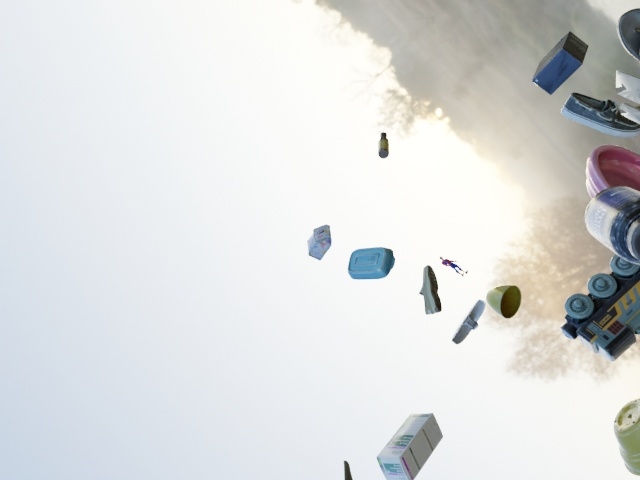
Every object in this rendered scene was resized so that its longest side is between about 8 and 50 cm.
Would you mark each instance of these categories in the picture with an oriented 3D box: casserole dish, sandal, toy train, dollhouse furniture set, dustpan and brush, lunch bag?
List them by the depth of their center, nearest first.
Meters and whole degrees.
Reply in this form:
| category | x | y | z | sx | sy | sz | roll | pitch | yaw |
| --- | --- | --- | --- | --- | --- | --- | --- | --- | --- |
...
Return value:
| category | x | y | z | sx | sy | sz | roll | pitch | yaw |
| --- | --- | --- | --- | --- | --- | --- | --- | --- | --- |
| sandal | 0.714 | -0.396 | 1.233 | 0.219 | 0.090 | 0.060 | 63 | -160 | -6 |
| dollhouse furniture set | 0.801 | -0.335 | 1.358 | 0.123 | 0.151 | 0.144 | -102 | -2 | -62 |
| lunch bag | 0.000 | 0.000 | 1.587 | 0.053 | 0.083 | 0.071 | 28 | -152 | -21 |
| toy train | 0.834 | 0.179 | 1.606 | 0.190 | 0.334 | 0.142 | 48 | -179 | 42 |
| dustpan and brush | 0.447 | 0.245 | 1.709 | 0.060 | 0.147 | 0.211 | 34 | -178 | 12 |
| casserole dish | 0.159 | 0.071 | 1.910 | 0.037 | 0.188 | 0.114 | 36 | -120 | -43 |

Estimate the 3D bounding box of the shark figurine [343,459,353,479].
| category | x | y | z | sx | sy | sz | roll | pitch | yaw |
| --- | --- | --- | --- | --- | --- | --- | --- | --- | --- |
| shark figurine | 0.056 | 0.656 | 1.397 | 0.278 | 0.116 | 0.166 | -18 | -76 | -45 |

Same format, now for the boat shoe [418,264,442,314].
| category | x | y | z | sx | sy | sz | roll | pitch | yaw |
| --- | --- | --- | --- | --- | --- | --- | --- | --- | --- |
| boat shoe | 0.389 | 0.180 | 2.111 | 0.068 | 0.072 | 0.190 | 33 | -135 | -42 |

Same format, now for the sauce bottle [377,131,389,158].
| category | x | y | z | sx | sy | sz | roll | pitch | yaw |
| --- | --- | --- | --- | --- | --- | --- | --- | --- | --- |
| sauce bottle | 0.223 | -0.338 | 2.039 | 0.042 | 0.042 | 0.128 | 40 | -146 | -24 |

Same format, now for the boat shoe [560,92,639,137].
| category | x | y | z | sx | sy | sz | roll | pitch | yaw |
| --- | --- | --- | --- | --- | --- | --- | --- | --- | --- |
| boat shoe | 0.776 | -0.344 | 1.577 | 0.219 | 0.070 | 0.078 | 18 | -133 | 3 |

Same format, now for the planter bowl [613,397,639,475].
| category | x | y | z | sx | sy | sz | roll | pitch | yaw |
| --- | --- | --- | --- | --- | --- | --- | --- | --- | --- |
| planter bowl | 0.783 | 0.452 | 1.403 | 0.090 | 0.217 | 0.217 | 37 | -159 | 4 |

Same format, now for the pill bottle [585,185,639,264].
| category | x | y | z | sx | sy | sz | roll | pitch | yaw |
| --- | --- | --- | --- | --- | --- | --- | --- | --- | --- |
| pill bottle | 0.585 | -0.026 | 1.071 | 0.123 | 0.123 | 0.219 | 48 | -165 | -5 |

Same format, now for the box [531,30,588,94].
| category | x | y | z | sx | sy | sz | roll | pitch | yaw |
| --- | --- | --- | --- | --- | --- | --- | --- | --- | --- |
| box | 0.846 | -0.626 | 2.041 | 0.093 | 0.156 | 0.158 | 37 | -130 | -1 |

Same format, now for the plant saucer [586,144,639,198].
| category | x | y | z | sx | sy | sz | roll | pitch | yaw |
| --- | --- | --- | --- | --- | --- | --- | --- | --- | --- |
| plant saucer | 0.864 | -0.122 | 1.586 | 0.332 | 0.084 | 0.332 | 14 | -133 | -15 |

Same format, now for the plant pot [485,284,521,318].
| category | x | y | z | sx | sy | sz | roll | pitch | yaw |
| --- | --- | --- | --- | --- | --- | --- | --- | --- | --- |
| plant pot | 0.710 | 0.232 | 2.274 | 0.134 | 0.134 | 0.095 | 34 | 169 | -35 |

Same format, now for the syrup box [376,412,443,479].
| category | x | y | z | sx | sy | sz | roll | pitch | yaw |
| --- | --- | --- | --- | --- | --- | --- | --- | --- | --- |
| syrup box | 0.286 | 0.653 | 1.829 | 0.237 | 0.093 | 0.096 | -31 | -81 | -47 |

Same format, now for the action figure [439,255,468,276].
| category | x | y | z | sx | sy | sz | roll | pitch | yaw |
| --- | --- | --- | --- | --- | --- | --- | --- | --- | --- |
| action figure | 0.466 | 0.086 | 2.039 | 0.115 | 0.038 | 0.030 | 33 | 144 | 38 |
